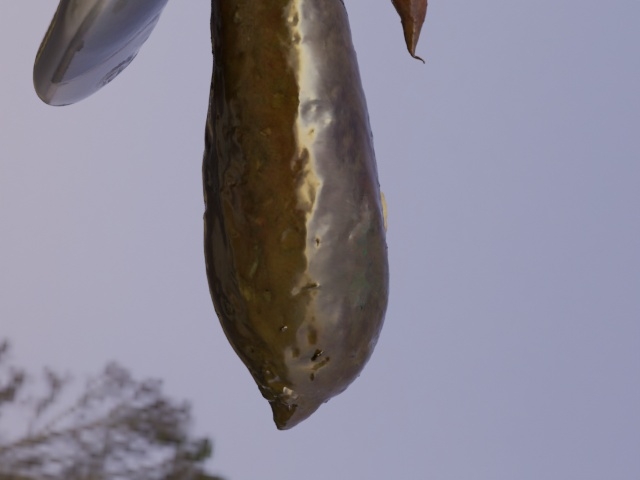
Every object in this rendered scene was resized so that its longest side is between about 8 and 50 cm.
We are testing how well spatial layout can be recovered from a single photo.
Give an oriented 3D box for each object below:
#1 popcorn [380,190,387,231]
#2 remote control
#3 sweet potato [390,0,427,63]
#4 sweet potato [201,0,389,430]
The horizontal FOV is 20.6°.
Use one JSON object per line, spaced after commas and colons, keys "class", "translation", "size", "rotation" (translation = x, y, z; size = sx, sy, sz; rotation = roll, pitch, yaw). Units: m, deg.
{"class": "popcorn", "translation": [0.000, 0.000, 1.803], "size": [0.148, 0.167, 0.152], "rotation": [-34, -89, 39]}
{"class": "remote control", "translation": [-0.229, -0.262, 1.946], "size": [0.221, 0.103, 0.332], "rotation": [-57, -175, -26]}
{"class": "sweet potato", "translation": [0.073, -0.238, 1.407], "size": [0.056, 0.056, 0.194], "rotation": [-164, -109, -66]}
{"class": "sweet potato", "translation": [-0.029, -0.084, 1.181], "size": [0.130, 0.131, 0.422], "rotation": [3, -77, 66]}
